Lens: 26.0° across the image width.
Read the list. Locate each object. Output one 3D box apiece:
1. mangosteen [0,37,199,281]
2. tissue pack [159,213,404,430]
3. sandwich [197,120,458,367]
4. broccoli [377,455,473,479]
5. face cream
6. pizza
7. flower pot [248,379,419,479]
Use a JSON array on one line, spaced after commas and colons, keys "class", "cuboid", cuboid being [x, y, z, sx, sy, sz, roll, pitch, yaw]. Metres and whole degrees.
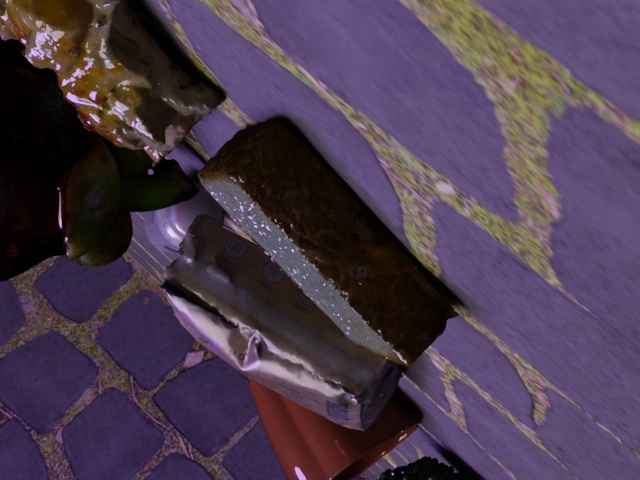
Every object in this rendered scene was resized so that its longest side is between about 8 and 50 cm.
[{"class": "mangosteen", "cuboid": [-0.324, -0.093, 1.470, 0.311, 0.311, 0.311, 43, 171, 9]}, {"class": "tissue pack", "cuboid": [-0.040, 0.100, 1.499, 0.256, 0.123, 0.215, 33, 170, 11]}, {"class": "sandwich", "cuboid": [0.000, 0.000, 1.120, 0.215, 0.065, 0.186, 47, 170, -13]}, {"class": "broccoli", "cuboid": [0.122, 0.422, 1.834, 0.177, 0.275, 0.198, 20, -179, 28]}, {"class": "face cream", "cuboid": [-0.161, -0.026, 1.643, 0.082, 0.082, 0.269, 45, 172, -7]}, {"class": "pizza", "cuboid": [-0.197, -0.158, 1.167, 0.223, 0.089, 0.323, 27, 162, 52]}, {"class": "flower pot", "cuboid": [0.005, 0.218, 1.768, 0.173, 0.190, 0.190, 55, 173, 11]}]
